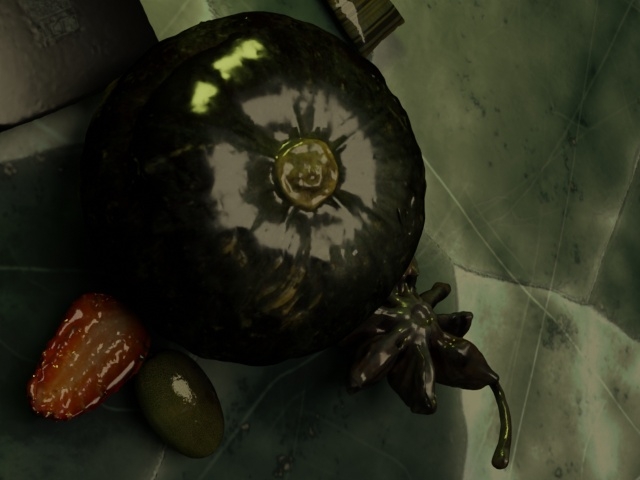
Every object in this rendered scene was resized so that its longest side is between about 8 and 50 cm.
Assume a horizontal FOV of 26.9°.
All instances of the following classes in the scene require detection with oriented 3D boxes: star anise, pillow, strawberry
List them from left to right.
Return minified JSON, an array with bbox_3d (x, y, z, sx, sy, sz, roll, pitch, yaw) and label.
[{"bbox_3d":[-0.300,0.151,1.690,0.121,0.082,0.188,45,65,-1],"label":"strawberry"},{"bbox_3d":[0.043,-0.392,2.075,0.113,0.038,0.203,-45,110,-31],"label":"pillow"},{"bbox_3d":[0.122,0.159,1.972,0.316,0.139,0.359,8,56,-16],"label":"star anise"}]

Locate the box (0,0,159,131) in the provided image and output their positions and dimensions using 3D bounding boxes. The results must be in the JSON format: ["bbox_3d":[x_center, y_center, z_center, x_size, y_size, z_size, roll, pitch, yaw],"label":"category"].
[{"bbox_3d":[-0.370,-0.303,1.707,0.290,0.073,0.289,-32,102,-37],"label":"box"}]

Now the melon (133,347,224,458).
[{"bbox_3d":[-0.182,0.215,1.752,0.099,0.099,0.162,-42,112,-35],"label":"melon"}]

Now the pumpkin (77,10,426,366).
[{"bbox_3d":[-0.085,-0.067,1.712,0.454,0.344,0.454,4,81,-24],"label":"pumpkin"}]
